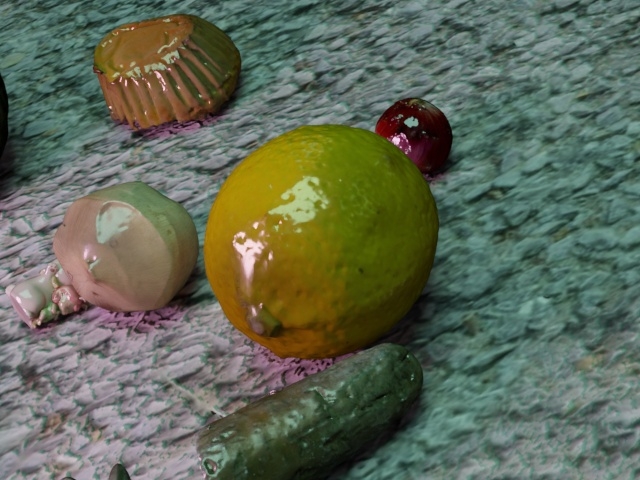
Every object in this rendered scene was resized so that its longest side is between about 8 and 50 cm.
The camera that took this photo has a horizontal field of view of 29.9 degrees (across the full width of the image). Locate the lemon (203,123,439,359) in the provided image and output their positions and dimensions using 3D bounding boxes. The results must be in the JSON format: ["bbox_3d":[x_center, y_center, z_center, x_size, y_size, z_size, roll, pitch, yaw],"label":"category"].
[{"bbox_3d":[0.001,-0.001,1.639,0.336,0.336,0.336,-9,42,8],"label":"lemon"}]

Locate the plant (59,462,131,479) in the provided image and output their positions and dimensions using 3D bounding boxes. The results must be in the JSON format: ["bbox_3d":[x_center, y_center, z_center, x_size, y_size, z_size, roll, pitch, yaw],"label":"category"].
[{"bbox_3d":[-0.253,0.387,1.414,0.146,0.149,0.274,-27,40,-13],"label":"plant"}]

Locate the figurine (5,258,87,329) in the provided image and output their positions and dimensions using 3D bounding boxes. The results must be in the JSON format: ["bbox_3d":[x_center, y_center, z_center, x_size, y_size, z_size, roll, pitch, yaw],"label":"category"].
[{"bbox_3d":[-0.404,0.078,1.870,0.146,0.081,0.098,-33,87,-25],"label":"figurine"}]

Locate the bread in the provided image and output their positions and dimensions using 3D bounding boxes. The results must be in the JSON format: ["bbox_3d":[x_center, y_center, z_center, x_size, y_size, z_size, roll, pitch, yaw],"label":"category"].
[{"bbox_3d":[-0.282,-0.320,2.199,0.274,0.149,0.274,-10,47,11],"label":"bread"}]

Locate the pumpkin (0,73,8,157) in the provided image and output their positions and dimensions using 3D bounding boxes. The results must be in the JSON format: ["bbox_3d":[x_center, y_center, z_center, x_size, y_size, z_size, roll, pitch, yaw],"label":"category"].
[{"bbox_3d":[-0.768,-0.213,2.080,0.454,0.344,0.454,-9,47,10],"label":"pumpkin"}]

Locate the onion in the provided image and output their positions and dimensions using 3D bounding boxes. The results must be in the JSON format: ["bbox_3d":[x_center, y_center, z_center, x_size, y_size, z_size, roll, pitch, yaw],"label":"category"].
[{"bbox_3d":[0.149,-0.167,1.921,0.131,0.131,0.131,-9,42,8],"label":"onion"}]

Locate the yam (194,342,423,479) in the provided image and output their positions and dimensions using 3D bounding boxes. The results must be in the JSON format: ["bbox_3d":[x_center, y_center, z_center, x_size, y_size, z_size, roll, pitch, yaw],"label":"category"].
[{"bbox_3d":[-0.013,0.232,1.523,0.330,0.133,0.133,-29,43,-18],"label":"yam"}]

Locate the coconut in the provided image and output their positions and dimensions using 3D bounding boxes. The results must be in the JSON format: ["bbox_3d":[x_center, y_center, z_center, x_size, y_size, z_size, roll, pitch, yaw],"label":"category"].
[{"bbox_3d":[-0.295,0.013,1.802,0.224,0.224,0.224,-9,42,8],"label":"coconut"}]
